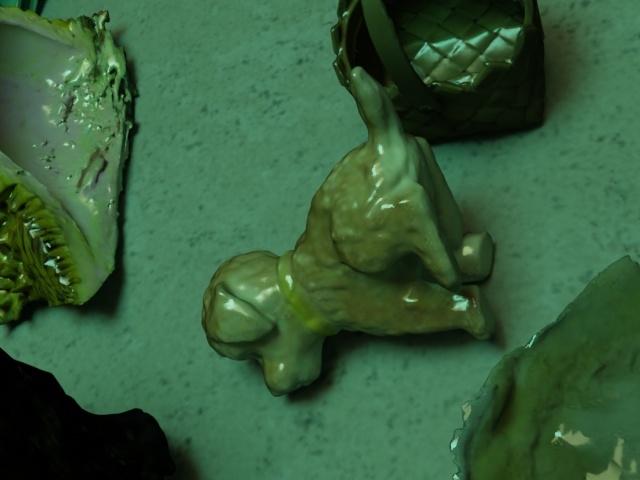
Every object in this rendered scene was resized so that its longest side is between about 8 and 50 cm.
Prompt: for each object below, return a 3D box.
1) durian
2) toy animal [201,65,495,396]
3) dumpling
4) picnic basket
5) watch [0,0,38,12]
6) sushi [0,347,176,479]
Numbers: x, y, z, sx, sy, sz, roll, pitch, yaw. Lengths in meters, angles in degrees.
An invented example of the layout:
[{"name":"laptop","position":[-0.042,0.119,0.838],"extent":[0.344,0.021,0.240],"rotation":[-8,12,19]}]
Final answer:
[{"name":"durian","position":[-0.274,-0.049,0.836],"extent":[0.195,0.185,0.305],"rotation":[-32,57,35]},{"name":"toy animal","position":[-0.009,-0.001,0.626],"extent":[0.185,0.184,0.104],"rotation":[-17,30,25]},{"name":"dumpling","position":[0.136,0.135,0.525],"extent":[0.166,0.086,0.332],"rotation":[19,68,-1]},{"name":"picnic basket","position":[0.071,-0.145,0.662],"extent":[0.137,0.178,0.128],"rotation":[-6,60,23]},{"name":"watch","position":[-0.344,-0.224,0.912],"extent":[0.068,0.195,0.237],"rotation":[6,55,31]},{"name":"sushi","position":[-0.235,0.190,0.546],"extent":[0.299,0.294,0.281],"rotation":[-22,58,15]}]
